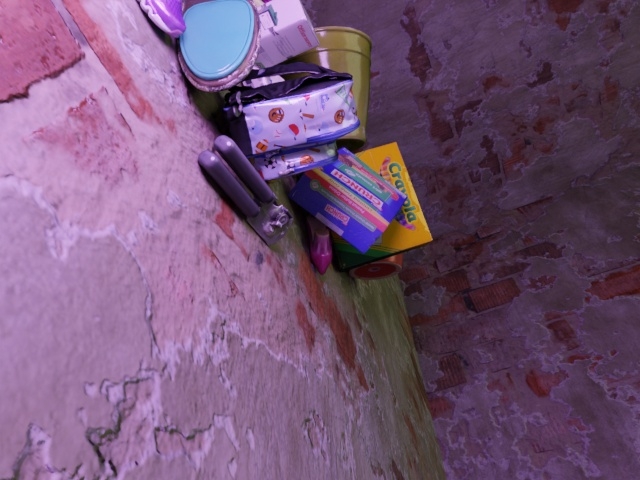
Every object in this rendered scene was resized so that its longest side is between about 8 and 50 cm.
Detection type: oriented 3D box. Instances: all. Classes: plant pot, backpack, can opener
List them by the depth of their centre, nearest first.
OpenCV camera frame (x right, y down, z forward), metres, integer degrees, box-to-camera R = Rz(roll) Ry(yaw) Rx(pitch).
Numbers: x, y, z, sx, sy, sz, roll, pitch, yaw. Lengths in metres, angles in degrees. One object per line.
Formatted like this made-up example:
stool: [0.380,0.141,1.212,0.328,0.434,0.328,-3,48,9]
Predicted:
can opener: [-0.141,-0.092,0.924,0.095,0.076,0.283,38,-11,39]
backpack: [-0.052,-0.248,0.985,0.277,0.263,0.213,-112,-178,-62]
plant pot: [0.024,-0.497,1.712,0.366,0.365,0.354,10,72,-76]
plant pot: [0.189,0.001,1.780,0.275,0.274,0.244,47,36,-61]

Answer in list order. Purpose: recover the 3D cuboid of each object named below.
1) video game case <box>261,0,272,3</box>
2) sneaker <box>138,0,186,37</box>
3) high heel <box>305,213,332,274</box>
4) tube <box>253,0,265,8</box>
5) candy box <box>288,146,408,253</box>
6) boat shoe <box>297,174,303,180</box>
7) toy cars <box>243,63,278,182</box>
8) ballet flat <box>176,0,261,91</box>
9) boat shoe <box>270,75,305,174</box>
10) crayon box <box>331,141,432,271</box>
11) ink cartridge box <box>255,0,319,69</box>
video game case: [-0.191,-0.687,1.451,0.210,0.042,0.232,39,-4,28]
sneaker: [-0.272,-0.475,0.836,0.095,0.104,0.237,4,67,-78]
high heel: [0.000,0.000,1.385,0.244,0.082,0.117,-112,-157,-68]
tube: [-0.222,-0.650,1.285,0.240,0.062,0.070,31,-2,-42]
candy box: [0.094,-0.129,1.414,0.268,0.122,0.317,38,29,4]
boat shoe: [-0.058,-0.268,1.549,0.072,0.068,0.190,33,37,-51]
toy cars: [-0.137,-0.326,1.227,0.176,0.087,0.394,53,21,-55]
ballet flat: [-0.210,-0.456,0.985,0.182,0.163,0.484,89,-11,-68]
boat shoe: [-0.111,-0.342,1.434,0.099,0.116,0.320,-29,-93,59]
crayon box: [0.162,-0.114,1.629,0.106,0.312,0.363,99,-27,-78]
ink cartridge box: [-0.131,-0.564,1.325,0.160,0.219,0.093,14,58,-76]
